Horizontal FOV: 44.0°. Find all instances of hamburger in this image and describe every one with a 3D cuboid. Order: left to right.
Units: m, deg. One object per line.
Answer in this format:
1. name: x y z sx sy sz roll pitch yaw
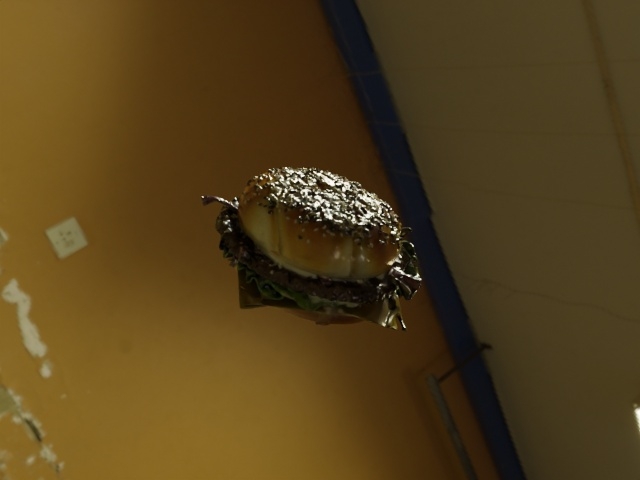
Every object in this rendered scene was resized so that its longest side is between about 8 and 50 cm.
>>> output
1. hamburger: 0.003 -0.001 0.653 0.093 0.190 0.164 -66 -147 26
